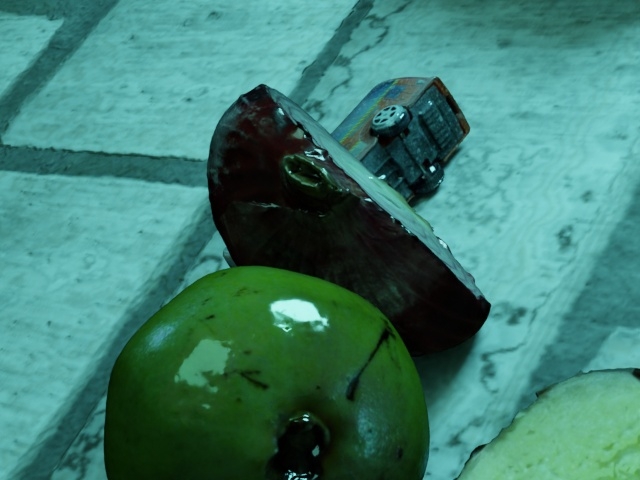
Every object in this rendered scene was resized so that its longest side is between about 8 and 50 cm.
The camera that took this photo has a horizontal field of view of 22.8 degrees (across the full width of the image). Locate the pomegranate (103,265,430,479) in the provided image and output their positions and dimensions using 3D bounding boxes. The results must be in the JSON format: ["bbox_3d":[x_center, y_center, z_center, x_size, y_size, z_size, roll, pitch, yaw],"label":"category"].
[{"bbox_3d":[-0.045,0.097,0.892,0.210,0.179,0.179,13,55,46],"label":"pomegranate"}]

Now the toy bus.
[{"bbox_3d":[0.018,-0.034,1.092,0.192,0.065,0.077,-48,33,-21],"label":"toy bus"}]

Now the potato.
[{"bbox_3d":[0.131,0.164,0.773,0.164,0.081,0.200,18,62,37],"label":"potato"}]

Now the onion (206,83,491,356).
[{"bbox_3d":[0.000,0.000,0.967,0.098,0.151,0.206,-47,70,10],"label":"onion"}]
